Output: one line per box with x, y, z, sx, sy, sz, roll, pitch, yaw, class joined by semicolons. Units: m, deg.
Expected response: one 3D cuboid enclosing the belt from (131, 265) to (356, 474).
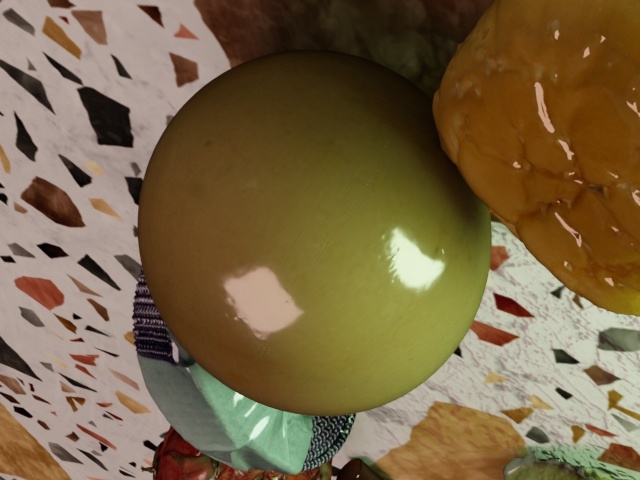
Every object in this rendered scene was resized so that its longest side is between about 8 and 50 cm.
-0.069;0.104;1.302;0.122;0.260;0.325;2;129;37;belt

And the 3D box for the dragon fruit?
-0.102;0.300;1.648;0.244;0.244;0.299;33;132;-4;dragon fruit

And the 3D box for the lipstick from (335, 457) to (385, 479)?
0.161;0.447;1.801;0.356;0.057;0.057;43;147;-21;lipstick

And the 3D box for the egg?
0.000;0.000;1.060;0.301;0.301;0.374;19;166;19;egg

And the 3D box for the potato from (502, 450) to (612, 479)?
0.326;0.425;1.481;0.237;0.301;0.289;25;-171;-31;potato

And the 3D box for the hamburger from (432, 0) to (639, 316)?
0.230;-0.076;0.848;0.318;0.158;0.319;35;153;21;hamburger
